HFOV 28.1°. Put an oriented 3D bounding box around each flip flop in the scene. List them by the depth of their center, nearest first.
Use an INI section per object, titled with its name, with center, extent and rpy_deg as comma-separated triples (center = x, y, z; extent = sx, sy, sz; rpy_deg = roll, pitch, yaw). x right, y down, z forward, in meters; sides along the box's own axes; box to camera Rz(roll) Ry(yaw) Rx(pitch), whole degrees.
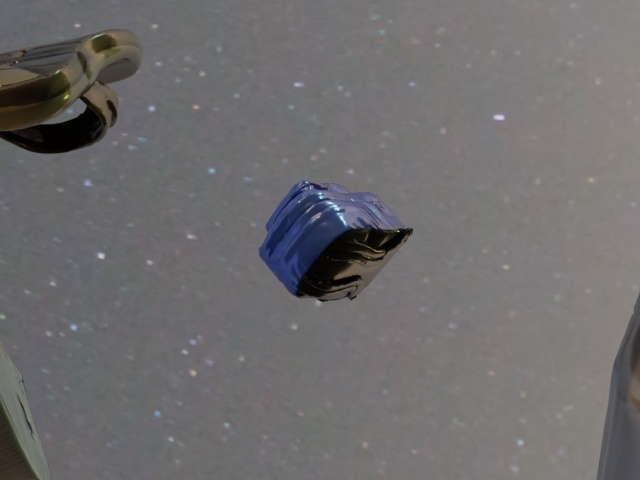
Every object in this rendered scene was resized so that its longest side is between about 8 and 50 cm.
[flip flop]
center = -0.187, -0.097, 0.897
extent = 0.112, 0.277, 0.080
rpy_deg = -11, -75, 2

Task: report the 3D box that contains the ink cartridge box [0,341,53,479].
[ink cartridge box]
center = -0.255, 0.071, 0.900
extent = 0.045, 0.223, 0.224
rpy_deg = -23, -61, -11

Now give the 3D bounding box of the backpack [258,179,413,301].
[backpack]
center = 0.000, 0.000, 1.123
extent = 0.098, 0.101, 0.120
rpy_deg = -57, -23, 21

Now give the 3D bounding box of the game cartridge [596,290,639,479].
[game cartridge]
center = 0.155, 0.071, 0.520
extent = 0.297, 0.062, 0.198
rpy_deg = -49, -31, -55
